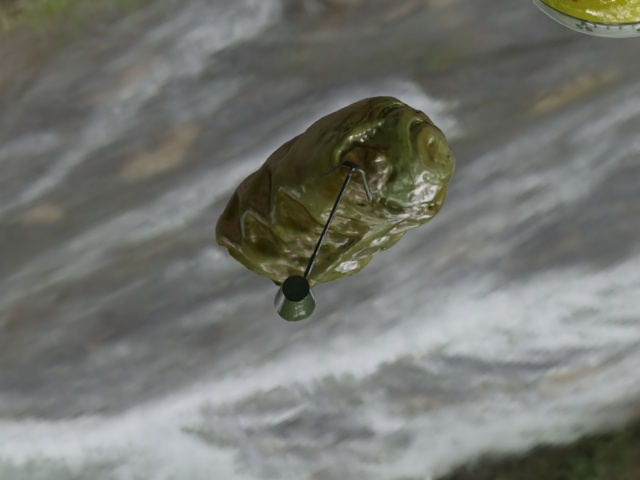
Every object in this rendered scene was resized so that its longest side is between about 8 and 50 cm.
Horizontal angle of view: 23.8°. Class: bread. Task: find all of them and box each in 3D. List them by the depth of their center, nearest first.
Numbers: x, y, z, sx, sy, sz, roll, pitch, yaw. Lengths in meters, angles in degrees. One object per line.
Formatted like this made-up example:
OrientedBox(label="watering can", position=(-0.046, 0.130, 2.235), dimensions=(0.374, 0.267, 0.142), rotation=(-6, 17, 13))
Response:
OrientedBox(label="bread", position=(0.017, -0.042, 1.379), dimensions=(0.152, 0.130, 0.267), rotation=(-10, 166, -27))

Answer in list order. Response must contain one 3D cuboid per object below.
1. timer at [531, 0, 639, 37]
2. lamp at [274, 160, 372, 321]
OrientedBox(label="timer", position=(0.321, -0.377, 1.622), dimensions=(0.285, 0.285, 0.285), rotation=(-23, 154, -12))
OrientedBox(label="lamp", position=(0.000, 0.001, 1.153), dimensions=(0.054, 0.041, 0.121), rotation=(94, 21, -74))
